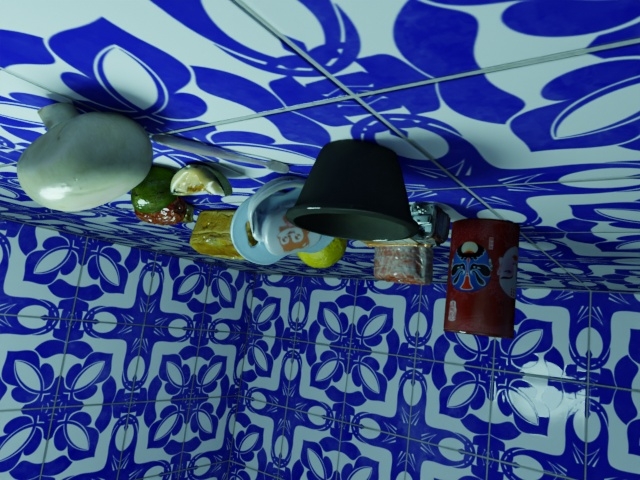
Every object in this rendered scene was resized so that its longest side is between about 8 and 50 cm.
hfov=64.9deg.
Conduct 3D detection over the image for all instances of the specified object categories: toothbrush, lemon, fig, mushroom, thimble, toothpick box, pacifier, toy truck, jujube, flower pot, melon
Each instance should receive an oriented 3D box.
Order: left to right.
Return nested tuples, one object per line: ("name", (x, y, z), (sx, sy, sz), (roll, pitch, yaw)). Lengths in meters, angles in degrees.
("mushroom", (-0.452, -0.165, 0.955), (0.246, 0.202, 0.246), (-32, -170, 6))
("jujube", (-0.505, -0.103, 1.583), (0.176, 0.112, 0.109), (2, -164, 29))
("fig", (-0.414, -0.133, 1.315), (0.156, 0.123, 0.123), (-4, 177, -29))
("melon", (-0.290, -0.151, 1.264), (0.160, 0.079, 0.128), (2, -172, 20))
("toothbrush", (-0.213, -0.189, 1.107), (0.307, 0.025, 0.030), (10, 178, -24))
("pacifier", (-0.101, -0.074, 1.343), (0.300, 0.243, 0.233), (-14, -153, -13))
("lemon", (0.001, -0.002, 1.613), (0.181, 0.193, 0.180), (9, -145, -6))
("flower pot", (0.072, -0.100, 1.019), (0.269, 0.166, 0.269), (8, 168, 2))
("toy truck", (0.229, -0.037, 1.433), (0.271, 0.114, 0.135), (-1, 164, 42))
("thimble", (0.329, 0.092, 1.987), (0.240, 0.162, 0.239), (7, 171, 1))
("toothpick box", (0.482, 0.117, 1.506), (0.204, 0.333, 0.204), (6, 171, 1))

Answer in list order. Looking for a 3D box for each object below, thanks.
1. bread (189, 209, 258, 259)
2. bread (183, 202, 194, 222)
("bread", (-0.309, -0.027, 1.741), (0.295, 0.166, 0.132), (2, 146, 34))
("bread", (-0.502, -0.100, 1.714), (0.128, 0.069, 0.140), (4, 171, 10))
